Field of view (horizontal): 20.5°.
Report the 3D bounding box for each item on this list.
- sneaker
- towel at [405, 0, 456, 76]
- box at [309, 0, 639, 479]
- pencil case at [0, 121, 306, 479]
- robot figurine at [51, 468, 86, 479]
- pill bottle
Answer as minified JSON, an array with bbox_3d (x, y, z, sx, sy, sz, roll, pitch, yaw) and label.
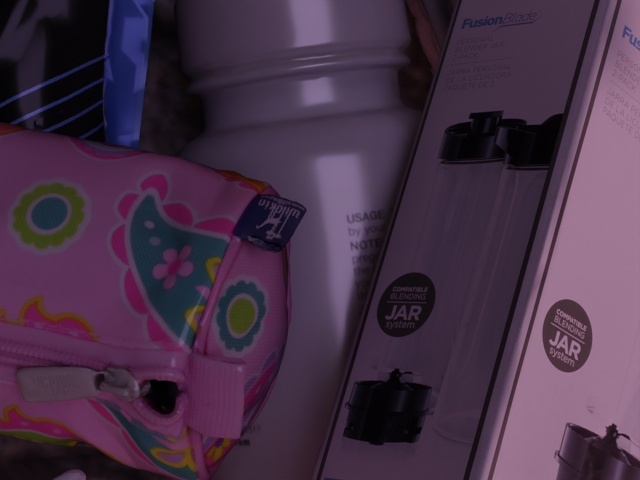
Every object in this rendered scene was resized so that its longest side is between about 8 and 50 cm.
[{"bbox_3d":[-0.125,-0.038,0.780,0.090,0.081,0.232,5,84,-10],"label":"sneaker"},{"bbox_3d":[0.163,-0.214,0.789,0.317,0.053,0.332,-31,129,-6],"label":"towel"},{"bbox_3d":[0.110,0.023,0.734,0.169,0.087,0.290,32,68,-37],"label":"box"},{"bbox_3d":[-0.149,0.012,0.687,0.284,0.124,0.124,12,84,11],"label":"pencil case"},{"bbox_3d":[-0.241,0.189,0.630,0.353,0.300,0.200,-44,71,8],"label":"robot figurine"},{"bbox_3d":[0.000,0.000,0.790,0.131,0.131,0.229,-8,92,-20],"label":"pill bottle"}]
